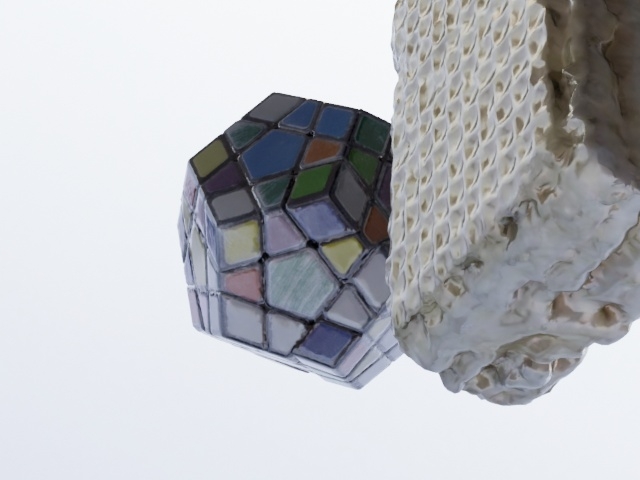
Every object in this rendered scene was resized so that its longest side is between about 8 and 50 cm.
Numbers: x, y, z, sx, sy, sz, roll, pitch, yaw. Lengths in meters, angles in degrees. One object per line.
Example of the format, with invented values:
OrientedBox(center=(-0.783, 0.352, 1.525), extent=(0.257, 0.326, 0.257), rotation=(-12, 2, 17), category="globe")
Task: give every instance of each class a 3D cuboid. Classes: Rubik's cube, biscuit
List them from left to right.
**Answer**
OrientedBox(center=(0.000, 0.000, 0.713), extent=(0.093, 0.111, 0.111), rotation=(47, -148, 22), category="Rubik's cube")
OrientedBox(center=(0.062, -0.077, 0.553), extent=(0.062, 0.108, 0.238), rotation=(17, -128, -19), category="biscuit")
